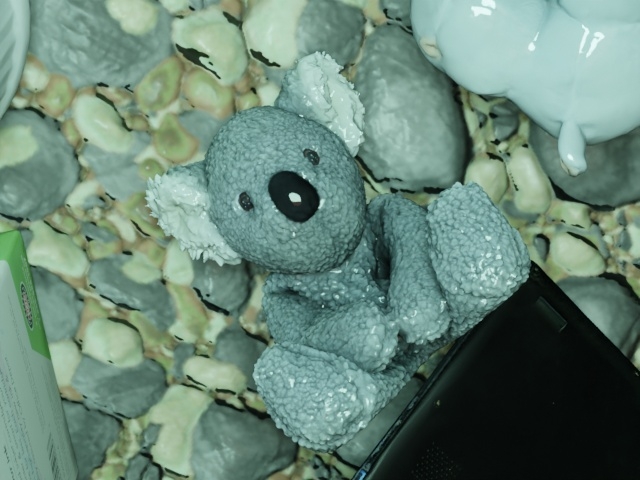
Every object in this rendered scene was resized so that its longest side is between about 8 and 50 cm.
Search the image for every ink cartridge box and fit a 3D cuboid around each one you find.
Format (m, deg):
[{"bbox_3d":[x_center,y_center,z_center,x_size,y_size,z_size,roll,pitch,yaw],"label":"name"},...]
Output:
[{"bbox_3d":[-0.242,0.151,0.857,0.119,0.353,0.207,-10,109,-1],"label":"ink cartridge box"}]

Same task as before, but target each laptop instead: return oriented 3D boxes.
[{"bbox_3d":[0.115,0.291,1.111,0.382,0.236,0.408,44,72,-17],"label":"laptop"}]

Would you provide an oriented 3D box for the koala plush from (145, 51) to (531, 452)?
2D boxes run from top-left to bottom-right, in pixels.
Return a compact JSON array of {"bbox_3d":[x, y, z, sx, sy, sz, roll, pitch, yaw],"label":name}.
[{"bbox_3d":[0.000,0.000,0.941,0.196,0.203,0.221,-42,86,1],"label":"koala plush"}]

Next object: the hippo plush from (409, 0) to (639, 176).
[{"bbox_3d":[0.186,-0.190,0.885,0.294,0.234,0.237,23,137,3],"label":"hippo plush"}]

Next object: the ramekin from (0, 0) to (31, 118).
[{"bbox_3d":[-0.326,-0.123,0.849,0.277,0.135,0.277,-1,120,-2],"label":"ramekin"}]
